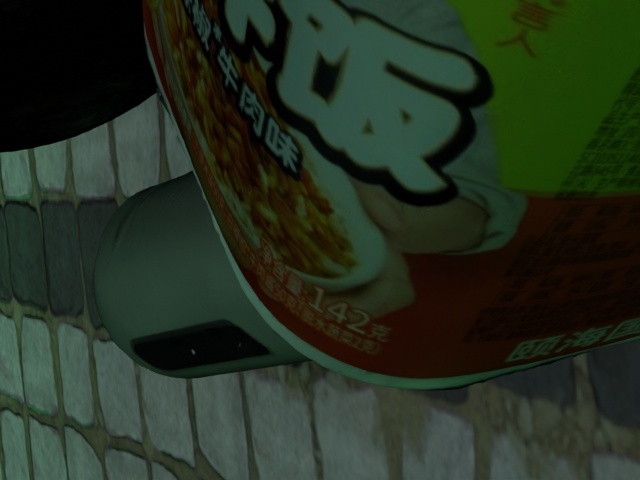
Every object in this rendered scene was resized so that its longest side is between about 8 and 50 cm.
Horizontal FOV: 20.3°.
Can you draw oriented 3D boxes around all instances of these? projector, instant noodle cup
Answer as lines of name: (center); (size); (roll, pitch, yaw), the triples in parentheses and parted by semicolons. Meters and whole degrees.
projector: (0.000, 0.000, 0.801); (0.337, 0.108, 0.108); (-16, 83, 63)
instant noodle cup: (0.077, -0.123, 0.477); (0.308, 0.293, 0.294); (111, 142, -56)

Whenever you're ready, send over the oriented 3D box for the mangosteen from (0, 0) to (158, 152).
mangosteen: (-0.229, -0.206, 0.835); (0.382, 0.435, 0.382); (63, 179, 1)
